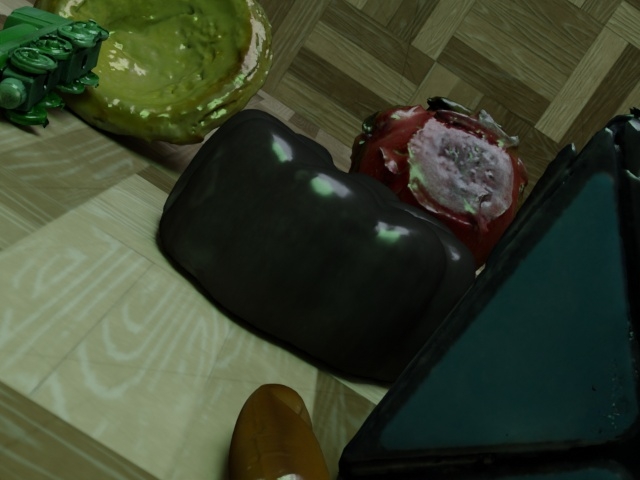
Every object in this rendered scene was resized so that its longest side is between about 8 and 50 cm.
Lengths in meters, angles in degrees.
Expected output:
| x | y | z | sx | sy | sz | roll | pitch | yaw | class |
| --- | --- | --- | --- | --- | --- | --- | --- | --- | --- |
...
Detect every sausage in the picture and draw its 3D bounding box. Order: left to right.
| x | y | z | sx | sy | sz | roll | pitch | yaw | class |
| --- | --- | --- | --- | --- | --- | --- | --- | --- | --- |
| -0.025 | 0.127 | 0.571 | 0.183 | 0.054 | 0.062 | -114 | 179 | -75 | sausage |

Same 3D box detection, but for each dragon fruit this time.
| x | y | z | sx | sy | sz | roll | pitch | yaw | class |
| --- | --- | --- | --- | --- | --- | --- | --- | --- | --- |
| 0.138 | -0.045 | 1.371 | 0.250 | 0.269 | 0.291 | 24 | -23 | -10 | dragon fruit |

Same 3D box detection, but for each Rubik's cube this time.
| x | y | z | sx | sy | sz | roll | pitch | yaw | class |
| --- | --- | --- | --- | --- | --- | --- | --- | --- | --- |
| 0.230 | 0.123 | 0.711 | 0.307 | 0.305 | 0.310 | 39 | 9 | 11 | Rubik's cube |

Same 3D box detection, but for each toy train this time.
| x | y | z | sx | sy | sz | roll | pitch | yaw | class |
| --- | --- | --- | --- | --- | --- | --- | --- | --- | --- |
| -0.308 | -0.192 | 1.050 | 0.119 | 0.085 | 0.251 | 19 | 21 | 0 | toy train |

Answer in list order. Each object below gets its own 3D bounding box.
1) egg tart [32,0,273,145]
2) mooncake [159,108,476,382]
| x | y | z | sx | sy | sz | roll | pitch | yaw | class |
| --- | --- | --- | --- | --- | --- | --- | --- | --- | --- |
| -0.211 | -0.234 | 1.257 | 0.315 | 0.315 | 0.120 | 36 | -28 | 12 | egg tart |
| 0.000 | 0.000 | 0.966 | 0.306 | 0.154 | 0.306 | 34 | 8 | -5 | mooncake |
